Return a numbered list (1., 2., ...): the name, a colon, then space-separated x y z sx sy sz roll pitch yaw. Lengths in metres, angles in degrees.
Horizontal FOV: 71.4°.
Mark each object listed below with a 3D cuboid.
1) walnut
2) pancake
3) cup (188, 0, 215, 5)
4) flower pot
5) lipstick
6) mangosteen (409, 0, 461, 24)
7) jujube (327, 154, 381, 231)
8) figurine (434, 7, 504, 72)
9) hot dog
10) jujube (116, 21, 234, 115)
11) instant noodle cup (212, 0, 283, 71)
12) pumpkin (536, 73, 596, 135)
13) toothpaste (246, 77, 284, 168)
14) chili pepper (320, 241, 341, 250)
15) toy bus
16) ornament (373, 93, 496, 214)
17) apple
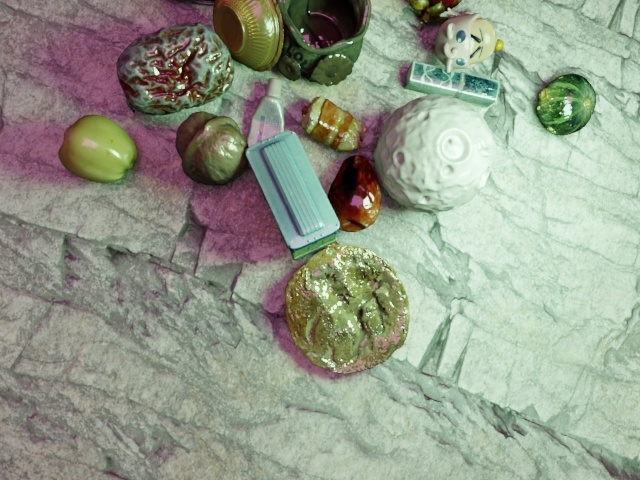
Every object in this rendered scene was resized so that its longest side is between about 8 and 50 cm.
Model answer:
1. walnut: -0.303 -0.256 1.249 0.224 0.224 0.225 1 84 -6
2. pancake: 0.078 0.201 1.306 0.386 0.082 0.388 0 91 -9
3. cup: -0.377 -0.930 1.271 0.400 0.310 0.393 0 79 -8
4. flower pot: -0.005 -0.618 1.316 0.301 0.213 0.302 1 84 -6
5. lipstick: 0.413 -0.494 1.414 0.289 0.076 0.078 11 85 -2
6. mangosteen: 0.365 -0.783 1.402 0.199 0.200 0.200 1 84 -6
7. jujube: 0.097 -0.142 1.312 0.167 0.168 0.237 5 65 -5
8. figurine: 0.466 -0.631 1.369 0.287 0.186 0.176 -40 128 -45
9. hot dog: 0.038 -0.346 1.356 0.213 0.103 0.146 35 61 -11
10. jujube: -0.411 -0.479 1.264 0.316 0.226 0.226 -25 87 -7
11. instant noodle cup: -0.229 -0.606 1.262 0.090 0.274 0.274 -38 89 -37
12. pumpkin: 0.777 -0.428 1.408 0.190 0.146 0.191 4 83 -35
13. toothpaste: -0.160 -0.351 1.357 0.099 0.068 0.283 12 93 26
14. chili pepper: 0.000 0.000 1.341 0.267 0.050 0.059 29 56 -4
15. toy bus: -0.076 -0.120 1.241 0.151 0.190 0.313 -24 77 -6
16. ornament: 0.324 -0.244 1.265 0.336 0.337 0.338 1 84 -6
17. apple: -0.620 -0.251 1.237 0.199 0.200 0.200 1 84 -6
